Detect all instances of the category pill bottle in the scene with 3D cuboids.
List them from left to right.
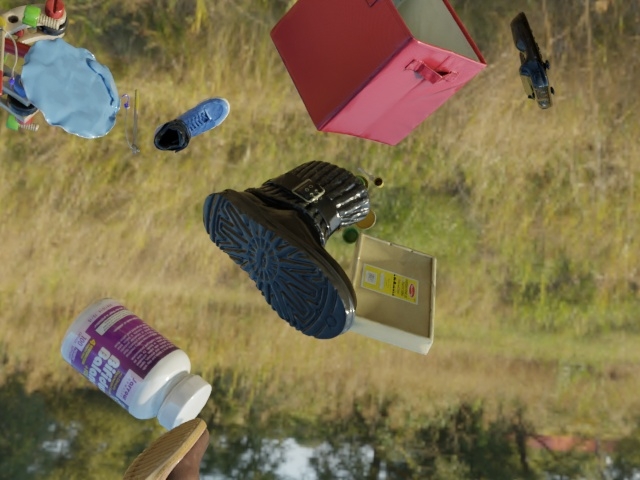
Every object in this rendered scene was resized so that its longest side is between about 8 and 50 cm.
[{"bbox_3d":[-0.384,0.268,1.768,0.301,0.169,0.169,34,174,15],"label":"pill bottle"}]

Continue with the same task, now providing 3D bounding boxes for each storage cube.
[{"bbox_3d":[0.078,-0.270,1.187,0.183,0.215,0.193,2,146,-48],"label":"storage cube"}]

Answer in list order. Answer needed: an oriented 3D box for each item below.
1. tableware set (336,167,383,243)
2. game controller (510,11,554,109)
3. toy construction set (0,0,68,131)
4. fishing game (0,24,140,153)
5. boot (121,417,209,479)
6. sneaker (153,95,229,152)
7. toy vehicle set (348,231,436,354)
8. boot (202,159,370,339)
[{"bbox_3d":[0.076,-0.073,1.757,0.104,0.154,0.024,36,178,19],"label":"tableware set"},{"bbox_3d":[0.468,-0.388,1.838,0.067,0.166,0.319,-10,175,16],"label":"game controller"},{"bbox_3d":[-0.611,-0.364,1.544,0.237,0.257,0.309,17,176,-16],"label":"toy construction set"},{"bbox_3d":[-0.415,-0.250,1.389,0.041,0.189,0.264,-29,148,36],"label":"fishing game"},{"bbox_3d":[-0.170,0.372,1.062,0.090,0.248,0.207,-24,109,35],"label":"boot"},{"bbox_3d":[-0.234,-0.208,1.523,0.152,0.058,0.084,-22,-156,5],"label":"sneaker"},{"bbox_3d":[0.135,0.094,1.599,0.166,0.267,0.035,19,125,-3],"label":"toy vehicle set"},{"bbox_3d":[0.001,-0.004,1.394,0.260,0.348,0.131,-18,142,-41],"label":"boot"}]
